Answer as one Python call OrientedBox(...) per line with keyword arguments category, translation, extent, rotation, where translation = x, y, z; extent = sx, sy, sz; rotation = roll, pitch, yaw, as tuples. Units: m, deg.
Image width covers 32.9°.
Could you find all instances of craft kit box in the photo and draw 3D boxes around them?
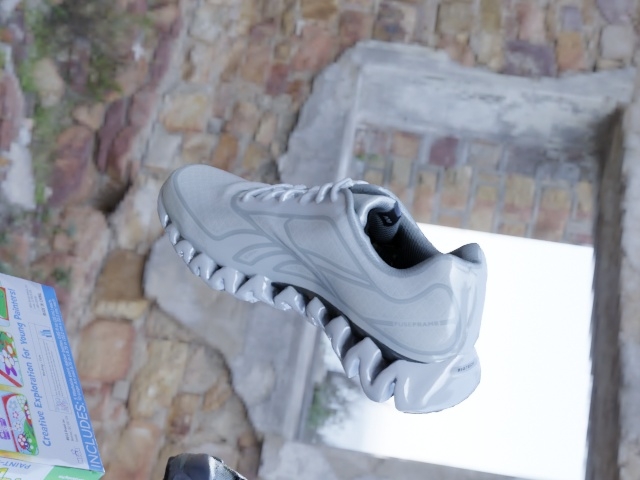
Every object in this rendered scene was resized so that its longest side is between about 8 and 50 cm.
OrientedBox(category="craft kit box", translation=(-0.341, 0.116, 1.003), extent=(0.061, 0.246, 0.250), rotation=(-47, -135, 20))

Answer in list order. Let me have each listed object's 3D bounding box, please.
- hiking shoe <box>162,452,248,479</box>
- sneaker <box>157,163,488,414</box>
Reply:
OrientedBox(category="hiking shoe", translation=(-0.031, 0.195, 0.737), extent=(0.227, 0.114, 0.086), rotation=(56, 30, -60))
OrientedBox(category="sneaker", translation=(0.000, 0.000, 0.768), extent=(0.110, 0.292, 0.118), rotation=(-25, 134, -44))
